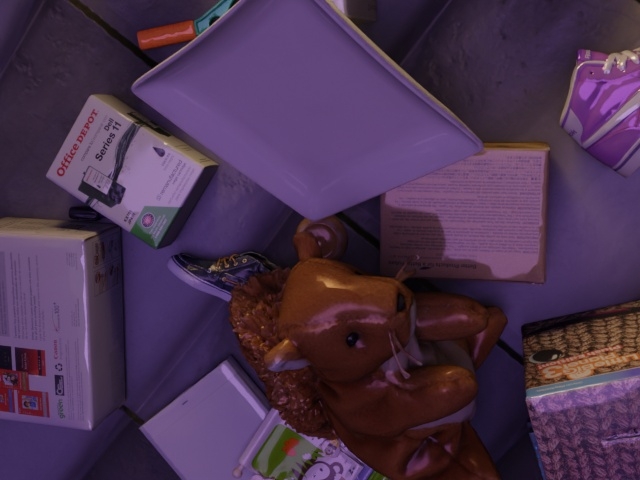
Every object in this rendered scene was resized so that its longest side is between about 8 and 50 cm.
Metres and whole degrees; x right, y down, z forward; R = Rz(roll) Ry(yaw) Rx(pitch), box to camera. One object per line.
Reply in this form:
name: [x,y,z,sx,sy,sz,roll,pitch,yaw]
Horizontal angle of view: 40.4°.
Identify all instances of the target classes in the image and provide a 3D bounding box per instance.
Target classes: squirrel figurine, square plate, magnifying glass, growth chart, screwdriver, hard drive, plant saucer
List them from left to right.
screwdriver: [-0.320,-0.038,1.391,0.170,0.024,0.025,7,133,3]
magnifying glass: [-0.162,-0.319,1.292,0.231,0.026,0.092,-8,100,14]
hard drive: [-0.126,0.365,1.426,0.203,0.040,0.307,-39,92,17]
square plate: [-0.022,-0.173,1.131,0.344,0.049,0.347,35,145,-27]
growth chart: [-0.005,0.354,1.375,0.237,0.021,0.172,24,89,-2]
plant saucer: [0.000,0.000,1.333,0.083,0.015,0.083,2,102,11]
squirrel figurine: [0.027,0.156,1.172,0.397,0.370,0.281,-3,62,36]

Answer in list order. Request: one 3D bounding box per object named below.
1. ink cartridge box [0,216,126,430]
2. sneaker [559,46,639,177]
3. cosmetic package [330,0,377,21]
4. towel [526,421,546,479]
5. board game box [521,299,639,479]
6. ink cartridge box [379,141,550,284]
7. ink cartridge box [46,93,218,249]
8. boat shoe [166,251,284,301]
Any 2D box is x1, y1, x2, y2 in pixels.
ink cartridge box: [-0.466,0.125,1.396,0.272,0.130,0.309,4,103,12]
sneaker: [0.432,-0.239,1.150,0.161,0.102,0.282,38,107,5]
cosmetic package: [-0.014,-0.395,1.140,0.138,0.224,0.225,-1,102,13]
towel: [0.494,0.414,1.310,0.271,0.040,0.370,-16,99,15]
board game box: [0.397,0.196,1.151,0.232,0.291,0.141,-14,99,14]
ink cartridge box: [0.205,-0.044,1.243,0.234,0.088,0.193,2,103,12]
ink cartridge box: [-0.287,-0.106,1.326,0.208,0.087,0.153,32,101,4]
boat shoe: [-0.142,0.045,1.350,0.183,0.065,0.083,26,104,-2]
